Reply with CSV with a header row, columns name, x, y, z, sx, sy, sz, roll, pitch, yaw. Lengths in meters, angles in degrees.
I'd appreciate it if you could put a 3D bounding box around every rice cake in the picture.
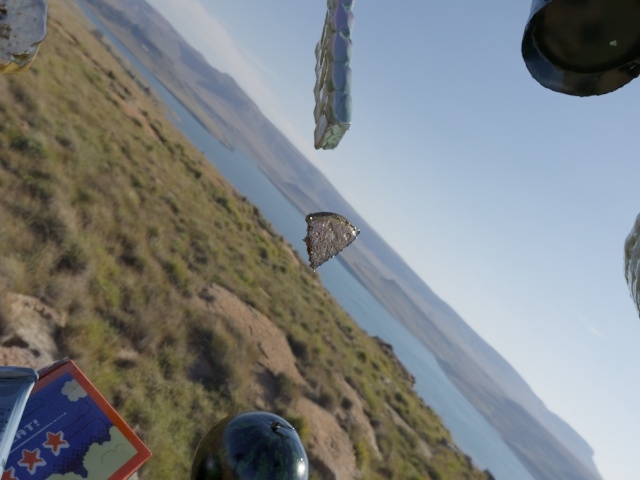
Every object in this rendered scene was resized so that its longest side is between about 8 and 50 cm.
name,x,y,z,sx,sy,sz,roll,pitch,yaw
rice cake,0.015,-0.210,0.681,0.037,0.189,0.198,1,-7,-5

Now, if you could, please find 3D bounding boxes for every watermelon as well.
name,x,y,z,sx,sy,sz,roll,pitch,yaw
watermelon,-0.155,0.501,1.154,0.269,0.269,0.269,45,3,-3

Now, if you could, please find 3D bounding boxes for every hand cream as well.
name,x,y,z,sx,sy,sz,roll,pitch,yaw
hand cream,-0.383,0.264,0.572,0.055,0.088,0.255,96,-4,-65

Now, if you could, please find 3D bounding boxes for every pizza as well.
name,x,y,z,sx,sy,sz,roll,pitch,yaw
pizza,0.003,-0.014,0.806,0.029,0.100,0.099,41,-10,48

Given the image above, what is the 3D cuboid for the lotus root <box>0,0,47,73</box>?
name,x,y,z,sx,sy,sz,roll,pitch,yaw
lotus root,-0.433,-0.230,0.532,0.250,0.316,0.316,36,-3,37

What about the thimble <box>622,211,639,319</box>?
name,x,y,z,sx,sy,sz,roll,pitch,yaw
thimble,0.594,0.049,0.727,0.291,0.291,0.195,45,31,-8

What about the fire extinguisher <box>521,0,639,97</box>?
name,x,y,z,sx,sy,sz,roll,pitch,yaw
fire extinguisher,0.240,-0.251,0.438,0.118,0.294,0.093,40,-33,-25

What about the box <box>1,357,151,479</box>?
name,x,y,z,sx,sy,sz,roll,pitch,yaw
box,-0.550,0.449,0.950,0.257,0.348,0.319,47,41,7
